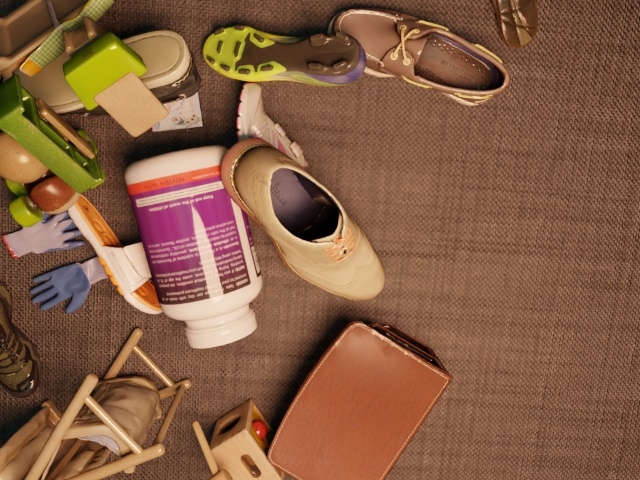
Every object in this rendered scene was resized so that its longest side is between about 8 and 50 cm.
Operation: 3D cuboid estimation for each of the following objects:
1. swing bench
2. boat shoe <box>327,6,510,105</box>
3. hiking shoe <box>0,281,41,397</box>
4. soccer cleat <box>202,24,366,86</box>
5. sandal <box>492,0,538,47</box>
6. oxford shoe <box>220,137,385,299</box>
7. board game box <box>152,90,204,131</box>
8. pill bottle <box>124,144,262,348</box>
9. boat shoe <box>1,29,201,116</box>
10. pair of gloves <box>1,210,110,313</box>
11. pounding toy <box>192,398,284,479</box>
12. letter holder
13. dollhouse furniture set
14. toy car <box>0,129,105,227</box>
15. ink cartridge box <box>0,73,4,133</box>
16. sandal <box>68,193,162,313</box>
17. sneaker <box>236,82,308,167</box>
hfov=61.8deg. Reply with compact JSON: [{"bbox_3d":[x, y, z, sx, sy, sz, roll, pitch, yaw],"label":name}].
[{"bbox_3d":[-0.387,0.316,0.913,0.255,0.253,0.165,-39,99,3],"label":"swing bench"},{"bbox_3d":[0.170,-0.325,0.926,0.324,0.097,0.116,21,97,-6],"label":"boat shoe"},{"bbox_3d":[-0.583,0.190,0.952,0.086,0.114,0.227,-19,99,0],"label":"hiking shoe"},{"bbox_3d":[-0.062,-0.306,0.918,0.289,0.121,0.093,8,90,16],"label":"soccer cleat"},{"bbox_3d":[0.340,-0.455,0.940,0.090,0.060,0.219,-14,114,5],"label":"sandal"},{"bbox_3d":[0.000,0.000,0.884,0.140,0.146,0.397,-52,126,-4],"label":"oxford shoe"},{"bbox_3d":[-0.260,-0.243,0.953,0.090,0.020,0.090,-7,99,-3],"label":"board game box"},{"bbox_3d":[-0.206,0.010,0.913,0.181,0.181,0.323,-12,99,-1],"label":"pill bottle"},{"bbox_3d":[-0.360,-0.261,0.897,0.340,0.113,0.127,-11,74,11],"label":"boat shoe"},{"bbox_3d":[-0.480,0.035,0.983,0.159,0.023,0.198,-24,98,2],"label":"pair of gloves"},{"bbox_3d":[-0.142,0.373,0.959,0.094,0.206,0.181,-32,99,2],"label":"pounding toy"},{"bbox_3d":[0.056,0.297,0.989,0.214,0.152,0.302,31,96,-5],"label":"letter holder"},{"bbox_3d":[-0.353,-0.256,0.795,0.197,0.301,0.151,-33,143,3],"label":"dollhouse furniture set"},{"bbox_3d":[-0.474,-0.141,0.856,0.155,0.188,0.149,-32,54,1],"label":"toy car"},{"bbox_3d":[-0.670,-0.225,0.897,0.235,0.088,0.193,12,97,-4],"label":"ink cartridge box"},{"bbox_3d":[-0.346,0.012,0.946,0.076,0.102,0.265,-33,97,5],"label":"sandal"},{"bbox_3d":[-0.083,-0.153,0.944,0.111,0.103,0.252,-13,106,-5],"label":"sneaker"}]
